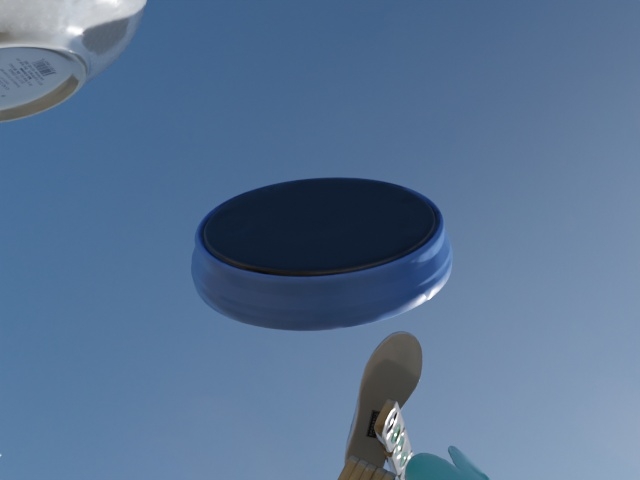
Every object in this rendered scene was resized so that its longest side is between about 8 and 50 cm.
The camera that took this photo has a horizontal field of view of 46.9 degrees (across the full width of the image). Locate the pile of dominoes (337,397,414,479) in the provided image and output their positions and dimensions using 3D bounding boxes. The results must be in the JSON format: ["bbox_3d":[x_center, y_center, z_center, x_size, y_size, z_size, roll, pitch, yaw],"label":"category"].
[{"bbox_3d":[0.047,0.264,0.624,0.040,0.196,0.251,18,-29,26],"label":"pile of dominoes"}]

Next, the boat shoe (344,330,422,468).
[{"bbox_3d":[0.053,0.146,0.666,0.049,0.040,0.142,19,-84,0],"label":"boat shoe"}]

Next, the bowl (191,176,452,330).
[{"bbox_3d":[0.000,0.000,1.103,0.391,0.391,0.077,7,-63,21],"label":"bowl"}]

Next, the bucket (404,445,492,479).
[{"bbox_3d":[0.076,0.289,0.460,0.183,0.281,0.281,37,-56,31],"label":"bucket"}]

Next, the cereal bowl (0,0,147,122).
[{"bbox_3d":[-0.318,-0.205,0.690,0.339,0.339,0.141,-25,-101,30],"label":"cereal bowl"}]
